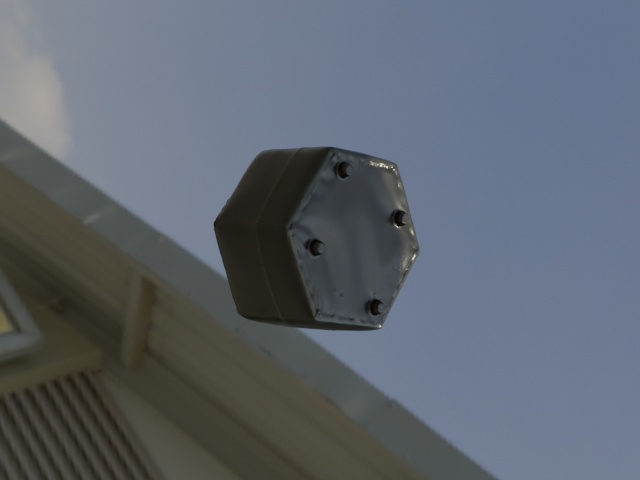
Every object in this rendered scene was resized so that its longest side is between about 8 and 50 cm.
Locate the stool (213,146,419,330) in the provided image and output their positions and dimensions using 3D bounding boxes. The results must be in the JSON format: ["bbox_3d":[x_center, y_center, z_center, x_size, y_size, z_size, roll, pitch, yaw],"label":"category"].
[{"bbox_3d":[0.000,0.000,1.270,0.141,0.232,0.232,3,-75,45],"label":"stool"}]
